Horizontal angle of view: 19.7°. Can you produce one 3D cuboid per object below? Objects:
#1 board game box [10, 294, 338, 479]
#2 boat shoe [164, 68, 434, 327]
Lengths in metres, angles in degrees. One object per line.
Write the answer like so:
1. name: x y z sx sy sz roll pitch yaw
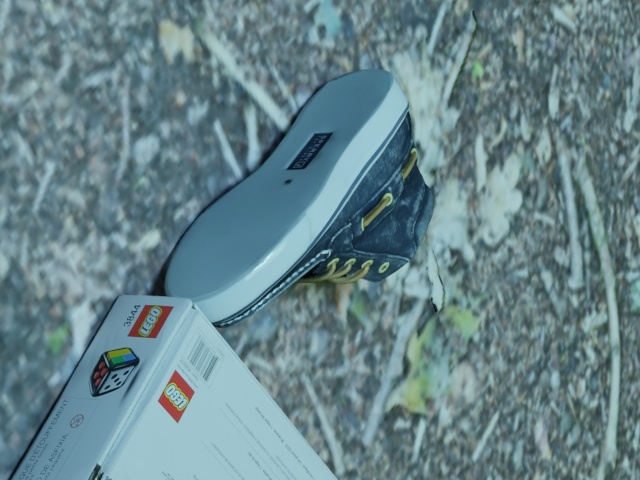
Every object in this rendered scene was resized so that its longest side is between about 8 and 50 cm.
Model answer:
1. board game box: -0.043 0.193 0.863 0.305 0.053 0.193 55 52 -39
2. boat shoe: 0.000 0.000 0.889 0.183 0.065 0.083 -50 128 -38
